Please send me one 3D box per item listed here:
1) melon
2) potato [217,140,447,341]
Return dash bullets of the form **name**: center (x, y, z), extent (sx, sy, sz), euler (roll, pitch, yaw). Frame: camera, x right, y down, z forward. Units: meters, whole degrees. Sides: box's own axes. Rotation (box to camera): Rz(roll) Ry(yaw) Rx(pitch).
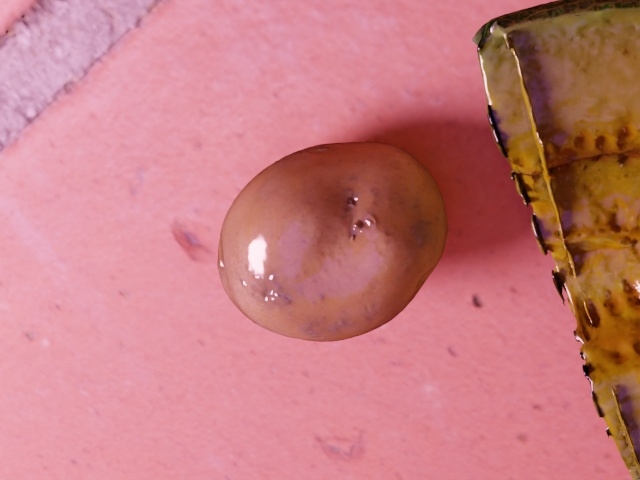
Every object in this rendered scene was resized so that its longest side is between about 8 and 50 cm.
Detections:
- **melon**: center (0.196, -0.023, 0.853), extent (0.169, 0.129, 0.265), euler (-19, 104, 10)
- **potato**: center (0.002, -0.002, 0.938), extent (0.147, 0.112, 0.112), euler (-26, 107, 21)
